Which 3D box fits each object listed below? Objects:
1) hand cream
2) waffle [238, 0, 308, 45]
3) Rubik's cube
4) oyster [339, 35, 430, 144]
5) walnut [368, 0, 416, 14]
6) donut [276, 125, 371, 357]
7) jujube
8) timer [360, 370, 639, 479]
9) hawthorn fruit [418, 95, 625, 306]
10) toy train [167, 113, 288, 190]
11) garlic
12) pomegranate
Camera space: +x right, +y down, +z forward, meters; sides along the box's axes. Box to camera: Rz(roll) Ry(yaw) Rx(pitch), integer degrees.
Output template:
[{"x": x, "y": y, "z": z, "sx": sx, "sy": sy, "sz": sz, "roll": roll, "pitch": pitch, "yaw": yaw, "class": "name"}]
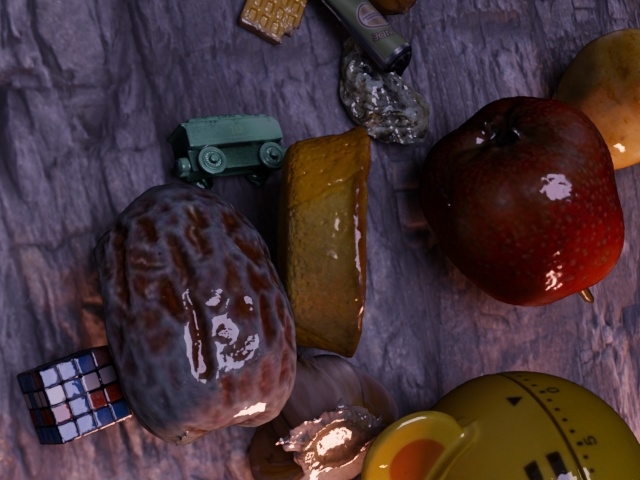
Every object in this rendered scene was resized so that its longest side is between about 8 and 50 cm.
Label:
[{"x": 0.051, "y": -0.336, "z": 1.564, "sx": 0.235, "sy": 0.055, "sz": 0.086, "roll": 51, "pitch": 36, "yaw": 10, "class": "hand cream"}, {"x": -0.062, "y": -0.350, "z": 1.554, "sx": 0.092, "sy": 0.021, "sz": 0.135, "roll": 26, "pitch": 68, "yaw": -24, "class": "waffle"}, {"x": -0.293, "y": 0.184, "z": 1.272, "sx": 0.092, "sy": 0.092, "sz": 0.092, "roll": -20, "pitch": 92, "yaw": -32, "class": "Rubik's cube"}, {"x": 0.093, "y": -0.218, "z": 1.594, "sx": 0.177, "sy": 0.064, "sz": 0.125, "roll": 33, "pitch": 54, "yaw": -14, "class": "oyster"}, {"x": 0.091, "y": -0.437, "z": 1.611, "sx": 0.115, "sy": 0.116, "sz": 0.207, "roll": -13, "pitch": 87, "yaw": -31, "class": "walnut"}, {"x": 0.000, "y": 0.000, "z": 1.386, "sx": 0.110, "sy": 0.303, "sz": 0.303, "roll": 3, "pitch": 78, "yaw": -4, "class": "donut"}, {"x": -0.149, "y": 0.080, "z": 1.274, "sx": 0.215, "sy": 0.246, "sz": 0.308, "roll": -16, "pitch": 76, "yaw": -8, "class": "jujube"}, {"x": 0.233, "y": 0.355, "z": 1.408, "sx": 0.387, "sy": 0.376, "sz": 0.376, "roll": -13, "pitch": 87, "yaw": -21, "class": "timer"}, {"x": 0.322, "y": -0.034, "z": 1.583, "sx": 0.369, "sy": 0.284, "sz": 0.285, "roll": 49, "pitch": 61, "yaw": -23, "class": "hawthorn fruit"}, {"x": -0.122, "y": -0.124, "z": 1.450, "sx": 0.172, "sy": 0.070, "sz": 0.099, "roll": -9, "pitch": 74, "yaw": -32, "class": "toy train"}, {"x": -0.028, "y": 0.211, "z": 1.366, "sx": 0.256, "sy": 0.207, "sz": 0.207, "roll": 42, "pitch": 63, "yaw": -9, "class": "garlic"}, {"x": 0.503, "y": -0.230, "z": 1.750, "sx": 0.233, "sy": 0.233, "sz": 0.233, "roll": 6, "pitch": 77, "yaw": -29, "class": "pomegranate"}]
